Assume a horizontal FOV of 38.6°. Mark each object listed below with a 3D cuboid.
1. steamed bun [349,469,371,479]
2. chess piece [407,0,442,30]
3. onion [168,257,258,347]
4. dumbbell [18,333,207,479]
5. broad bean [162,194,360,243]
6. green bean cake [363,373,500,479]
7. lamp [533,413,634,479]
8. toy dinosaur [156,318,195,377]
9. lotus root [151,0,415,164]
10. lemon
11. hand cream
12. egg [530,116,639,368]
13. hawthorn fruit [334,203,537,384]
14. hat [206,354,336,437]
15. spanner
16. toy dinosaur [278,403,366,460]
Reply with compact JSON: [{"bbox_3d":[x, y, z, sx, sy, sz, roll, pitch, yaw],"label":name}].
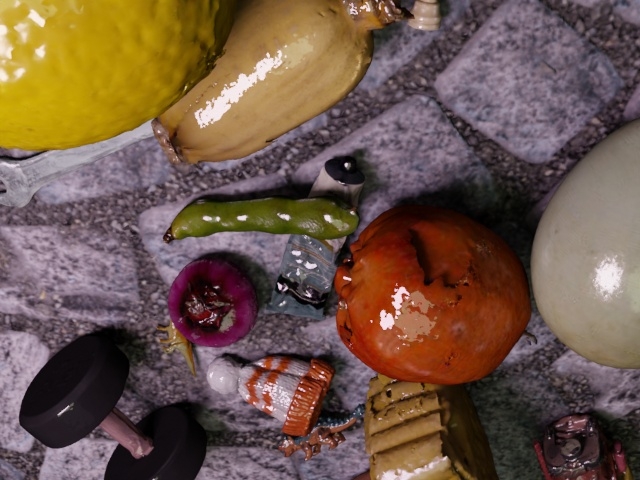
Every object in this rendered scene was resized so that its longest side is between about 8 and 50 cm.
[{"bbox_3d":[0.112,0.409,1.348,0.145,0.106,0.175,-30,105,25],"label":"steamed bun"},{"bbox_3d":[0.114,-0.265,0.937,0.035,0.035,0.092,6,120,-3],"label":"chess piece"},{"bbox_3d":[-0.134,0.078,1.130,0.115,0.104,0.115,0,90,15],"label":"onion"},{"bbox_3d":[-0.272,0.246,1.214,0.152,0.152,0.218,-30,119,19],"label":"dumbbell"},{"bbox_3d":[-0.071,-0.026,1.065,0.256,0.053,0.052,-2,147,22],"label":"broad bean"},{"bbox_3d":[0.153,0.289,1.193,0.131,0.224,0.230,-23,117,16],"label":"green bean cake"},{"bbox_3d":[0.388,0.361,1.301,0.118,0.118,0.253,-18,120,13],"label":"lamp"},{"bbox_3d":[-0.192,0.141,1.215,0.041,0.026,0.113,-13,115,-11],"label":"toy dinosaur"},{"bbox_3d":[-0.052,-0.182,0.937,0.303,0.131,0.146,-31,141,21],"label":"lotus root"},{"bbox_3d":[-0.248,-0.250,0.769,0.387,0.350,0.350,-9,123,2],"label":"lemon"},{"bbox_3d":[0.001,0.000,1.114,0.075,0.052,0.248,27,129,11],"label":"hand cream"},{"bbox_3d":[0.350,0.000,0.999,0.218,0.218,0.295,12,113,-7],"label":"egg"},{"bbox_3d":[0.154,0.075,1.069,0.299,0.211,0.211,22,122,-25],"label":"hawthorn fruit"},{"bbox_3d":[-0.072,0.194,1.228,0.162,0.093,0.112,21,113,9],"label":"hat"},{"bbox_3d":[-0.261,-0.108,1.058,0.302,0.017,0.071,-20,122,14],"label":"spanner"},{"bbox_3d":[0.003,0.269,1.283,0.154,0.049,0.055,-32,77,21],"label":"toy dinosaur"}]
